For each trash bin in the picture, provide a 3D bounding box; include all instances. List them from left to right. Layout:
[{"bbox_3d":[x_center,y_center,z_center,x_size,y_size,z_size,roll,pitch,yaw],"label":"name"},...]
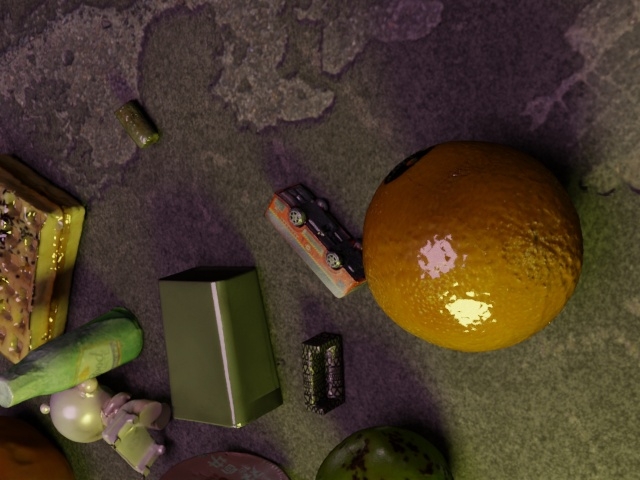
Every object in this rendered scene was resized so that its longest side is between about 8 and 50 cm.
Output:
[{"bbox_3d":[-0.173,0.170,1.586,0.164,0.122,0.240,-2,100,38],"label":"trash bin"}]

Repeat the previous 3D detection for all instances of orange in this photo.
[{"bbox_3d":[0.181,0.007,1.178,0.274,0.274,0.274,12,110,34],"label":"orange"}]

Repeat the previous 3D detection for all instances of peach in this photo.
[{"bbox_3d":[-0.681,0.528,1.957,0.343,0.302,0.342,13,112,33],"label":"peach"}]

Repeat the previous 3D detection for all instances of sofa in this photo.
[{"bbox_3d":[0.004,0.208,1.499,0.039,0.060,0.117,9,109,39],"label":"sofa"}]

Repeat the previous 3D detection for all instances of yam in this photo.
[{"bbox_3d":[-0.314,-0.199,1.628,0.094,0.043,0.043,53,128,10],"label":"yam"}]

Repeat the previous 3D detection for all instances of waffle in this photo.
[{"bbox_3d":[-0.597,0.044,1.868,0.261,0.114,0.376,33,121,26],"label":"waffle"}]

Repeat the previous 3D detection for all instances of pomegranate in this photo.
[{"bbox_3d":[0.091,0.385,1.376,0.211,0.263,0.211,2,111,6],"label":"pomegranate"}]

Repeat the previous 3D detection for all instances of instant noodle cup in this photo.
[{"bbox_3d":[-0.163,0.519,1.618,0.243,0.243,0.231,19,120,32],"label":"instant noodle cup"}]

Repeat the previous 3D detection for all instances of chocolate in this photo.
[{"bbox_3d":[-0.446,0.213,1.692,0.110,0.291,0.110,12,112,31],"label":"chocolate"}]

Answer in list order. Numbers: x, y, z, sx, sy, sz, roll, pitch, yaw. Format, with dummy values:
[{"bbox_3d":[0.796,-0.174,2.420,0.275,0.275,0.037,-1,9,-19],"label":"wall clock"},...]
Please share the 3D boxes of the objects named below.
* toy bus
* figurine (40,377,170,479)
[{"bbox_3d":[0.000,0.000,1.441,0.192,0.065,0.077,49,137,16],"label":"toy bus"},{"bbox_3d":[-0.413,0.337,1.806,0.257,0.182,0.144,13,76,35],"label":"figurine"}]
